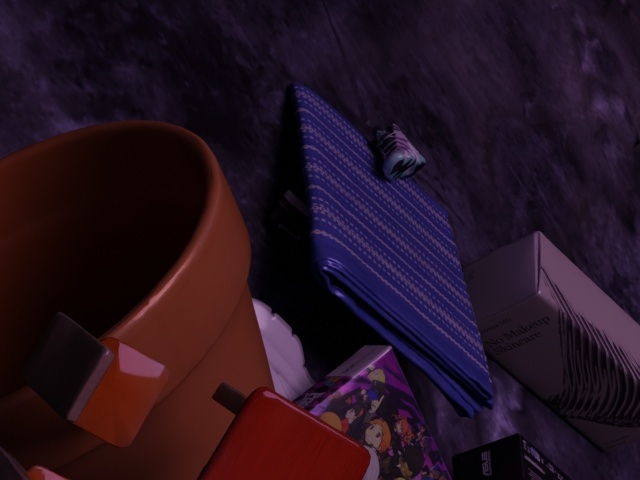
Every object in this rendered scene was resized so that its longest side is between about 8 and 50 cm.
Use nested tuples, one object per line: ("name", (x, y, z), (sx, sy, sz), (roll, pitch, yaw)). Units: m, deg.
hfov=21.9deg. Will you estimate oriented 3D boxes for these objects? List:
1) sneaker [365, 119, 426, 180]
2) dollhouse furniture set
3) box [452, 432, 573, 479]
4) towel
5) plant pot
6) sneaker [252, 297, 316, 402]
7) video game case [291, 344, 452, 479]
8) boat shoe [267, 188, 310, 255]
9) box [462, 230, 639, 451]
("sneaker", (0.068, -0.097, 1.682), (0.069, 0.038, 0.098), (52, 9, 9))
("dollhouse furniture set", (-0.068, 0.203, 0.863), (0.262, 0.259, 0.135), (32, -5, -23))
("box", (0.205, 0.292, 1.570), (0.180, 0.077, 0.147), (41, 35, -41))
("towel", (0.060, 0.004, 1.589), (0.243, 0.040, 0.336), (42, 21, -27))
("plant pot", (-0.154, 0.090, 1.062), (0.203, 0.291, 0.291), (63, 27, -31))
("sneaker", (-0.024, 0.172, 1.352), (0.297, 0.111, 0.129), (40, 52, -24))
("video game case", (0.022, 0.233, 1.293), (0.210, 0.042, 0.232), (-34, 107, -35))
("boat shoe", (0.000, 0.000, 1.562), (0.125, 0.038, 0.046), (39, 6, -38))
("box", (0.275, 0.115, 1.802), (0.275, 0.113, 0.094), (38, 39, -31))
